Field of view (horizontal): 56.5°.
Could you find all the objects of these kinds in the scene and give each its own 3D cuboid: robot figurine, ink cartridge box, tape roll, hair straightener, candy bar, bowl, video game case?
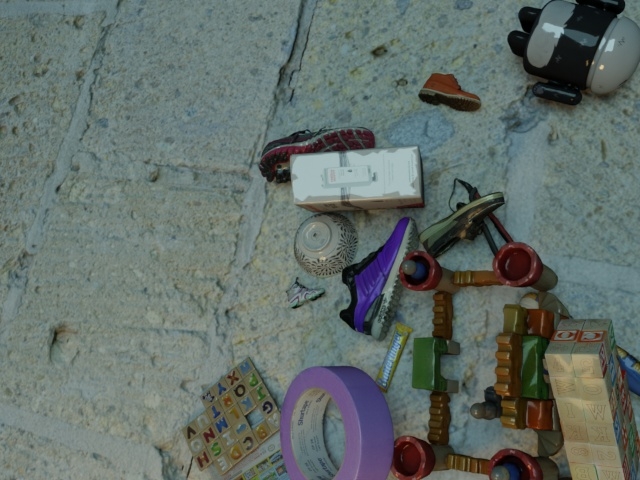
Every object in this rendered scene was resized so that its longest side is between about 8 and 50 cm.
[{"bbox_3d":[0.568,-0.434,1.334,0.278,0.209,0.173,27,47,25],"label":"robot figurine"},{"bbox_3d":[0.091,-0.134,1.364,0.283,0.207,0.117,-3,87,12],"label":"ink cartridge box"},{"bbox_3d":[0.026,0.400,1.232,0.275,0.090,0.275,-14,72,51],"label":"tape roll"},{"bbox_3d":[0.353,-0.044,1.352,0.089,0.047,0.230,-30,66,8],"label":"hair straightener"},{"bbox_3d":[0.161,0.265,1.341,0.040,0.018,0.161,19,80,24],"label":"candy bar"},{"bbox_3d":[0.000,0.000,1.445,0.170,0.080,0.170,-6,72,19],"label":"bowl"},{"bbox_3d":[-0.133,0.531,1.358,0.227,0.026,0.206,-35,66,5],"label":"video game case"}]

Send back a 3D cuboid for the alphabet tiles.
[{"bbox_3d":[-0.218,0.424,1.410,0.237,0.009,0.198,-39,56,3],"label":"alphabet tiles"}]

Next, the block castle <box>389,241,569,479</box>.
[{"bbox_3d":[0.292,0.241,1.145,0.303,0.213,0.453,-7,71,41],"label":"block castle"}]

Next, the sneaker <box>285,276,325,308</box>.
[{"bbox_3d":[-0.041,0.117,1.446,0.098,0.038,0.069,-24,68,11],"label":"sneaker"}]

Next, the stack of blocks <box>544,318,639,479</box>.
[{"bbox_3d":[0.488,0.290,1.054,0.087,0.171,0.297,-8,106,36],"label":"stack of blocks"}]

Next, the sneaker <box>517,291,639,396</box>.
[{"bbox_3d":[0.511,0.232,1.191,0.296,0.112,0.131,36,96,34],"label":"sneaker"}]

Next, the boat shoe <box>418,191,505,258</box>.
[{"bbox_3d":[0.318,-0.030,1.316,0.223,0.080,0.073,-34,71,37],"label":"boat shoe"}]

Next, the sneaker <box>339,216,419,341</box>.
[{"bbox_3d":[0.123,0.070,1.368,0.146,0.102,0.293,17,80,24],"label":"sneaker"}]

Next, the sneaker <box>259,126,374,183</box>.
[{"bbox_3d":[-0.012,-0.240,1.509,0.299,0.121,0.112,-9,41,9],"label":"sneaker"}]

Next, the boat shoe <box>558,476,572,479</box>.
[{"bbox_3d":[0.393,0.597,1.117,0.110,0.121,0.341,42,90,-10],"label":"boat shoe"}]

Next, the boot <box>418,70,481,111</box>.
[{"bbox_3d":[0.327,-0.370,1.459,0.158,0.059,0.085,23,77,25],"label":"boot"}]
